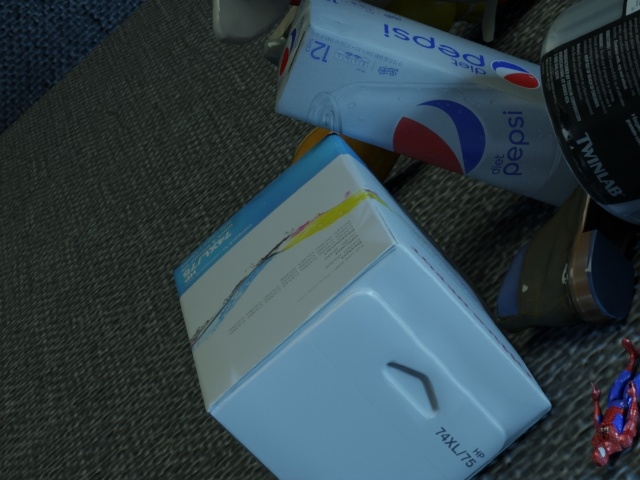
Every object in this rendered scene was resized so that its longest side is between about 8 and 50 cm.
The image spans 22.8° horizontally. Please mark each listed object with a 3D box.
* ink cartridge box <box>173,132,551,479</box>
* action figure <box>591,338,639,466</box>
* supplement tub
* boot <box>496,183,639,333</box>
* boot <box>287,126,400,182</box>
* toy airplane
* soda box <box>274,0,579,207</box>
[{"bbox_3d":[0.024,0.078,1.309,0.197,0.198,0.270,-41,23,7],"label":"ink cartridge box"},{"bbox_3d":[0.217,0.117,1.150,0.038,0.030,0.115,-14,39,41],"label":"action figure"},{"bbox_3d":[0.339,-0.144,1.180,0.316,0.193,0.193,-22,31,39],"label":"supplement tub"},{"bbox_3d":[0.208,-0.015,1.317,0.106,0.082,0.219,-20,34,38],"label":"boot"},{"bbox_3d":[-0.001,0.000,1.630,0.295,0.104,0.211,-43,28,15],"label":"boot"},{"bbox_3d":[0.058,-0.265,1.746,0.384,0.272,0.386,-20,-2,21],"label":"toy airplane"},{"bbox_3d":[0.107,-0.125,1.406,0.098,0.286,0.091,-91,21,-59],"label":"soda box"}]
